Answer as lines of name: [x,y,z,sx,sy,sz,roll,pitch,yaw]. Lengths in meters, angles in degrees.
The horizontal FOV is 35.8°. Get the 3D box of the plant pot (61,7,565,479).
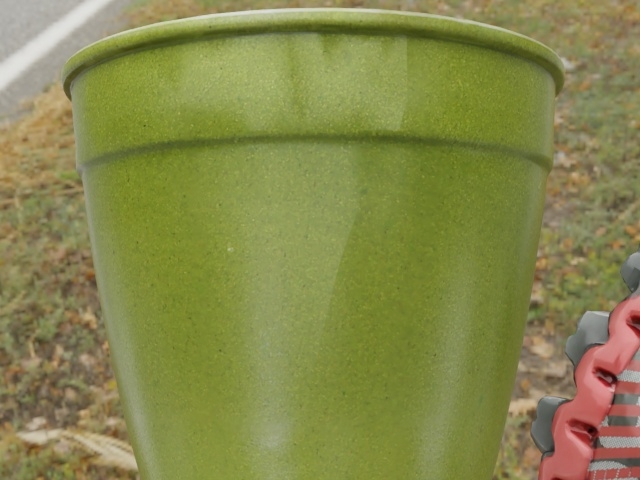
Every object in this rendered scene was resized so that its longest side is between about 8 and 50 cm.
plant pot: [-0.002,0.059,0.724,0.367,0.352,0.366,-1,-6,0]

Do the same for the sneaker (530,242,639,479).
sneaker: [0.119,0.127,0.300,0.098,0.276,0.135,14,5,-33]
